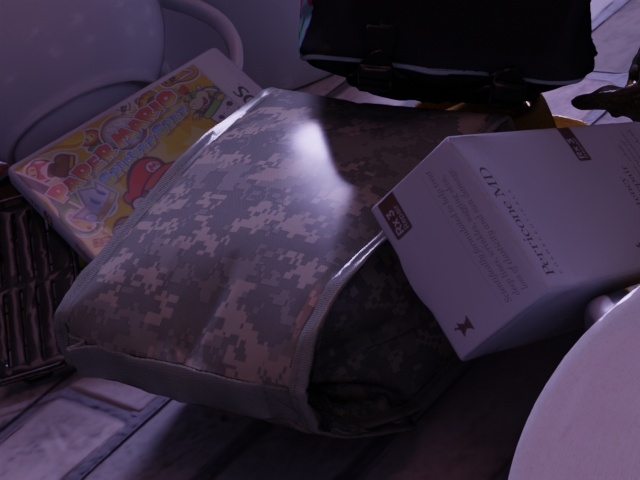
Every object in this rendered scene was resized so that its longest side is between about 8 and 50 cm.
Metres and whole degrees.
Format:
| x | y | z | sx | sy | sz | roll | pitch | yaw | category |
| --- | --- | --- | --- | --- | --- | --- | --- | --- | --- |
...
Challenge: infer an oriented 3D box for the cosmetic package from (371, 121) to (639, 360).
| x | y | z | sx | sy | sz | roll | pitch | yaw | category |
| --- | --- | --- | --- | --- | --- | --- | --- | --- | --- |
| 0.153 | -0.006 | 0.968 | 0.231 | 0.117 | 0.085 | -9 | -28 | -50 | cosmetic package |

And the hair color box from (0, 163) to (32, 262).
| x | y | z | sx | sy | sz | roll | pitch | yaw | category |
| --- | --- | --- | --- | --- | --- | --- | --- | --- | --- |
| -0.325 | -0.006 | 1.393 | 0.043 | 0.072 | 0.141 | -2 | 33 | 28 | hair color box |

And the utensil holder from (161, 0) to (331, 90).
| x | y | z | sx | sy | sz | roll | pitch | yaw | category |
| --- | --- | --- | --- | --- | --- | --- | --- | --- | --- |
| -0.104 | -0.379 | 1.583 | 0.327 | 0.385 | 0.327 | -14 | 29 | 8 | utensil holder |

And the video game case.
| x | y | z | sx | sy | sz | roll | pitch | yaw | category |
| --- | --- | --- | --- | --- | --- | --- | --- | --- | --- |
| -0.113 | -0.050 | 1.273 | 0.227 | 0.026 | 0.206 | -35 | 61 | -24 | video game case |

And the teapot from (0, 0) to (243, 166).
| x | y | z | sx | sy | sz | roll | pitch | yaw | category |
| --- | --- | --- | --- | --- | --- | --- | --- | --- | --- |
| -0.235 | -0.149 | 1.377 | 0.256 | 0.187 | 0.252 | -35 | -13 | 20 | teapot |

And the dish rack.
| x | y | z | sx | sy | sz | roll | pitch | yaw | category |
| --- | --- | --- | --- | --- | --- | --- | --- | --- | --- |
| -0.333 | 0.051 | 1.234 | 0.271 | 0.074 | 0.208 | -16 | 54 | 2 | dish rack |

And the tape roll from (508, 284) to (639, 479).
| x | y | z | sx | sy | sz | roll | pitch | yaw | category |
| --- | --- | --- | --- | --- | --- | --- | --- | --- | --- |
| 0.279 | 0.144 | 0.686 | 0.392 | 0.072 | 0.392 | -9 | 47 | 10 | tape roll |

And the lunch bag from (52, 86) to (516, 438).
| x | y | z | sx | sy | sz | roll | pitch | yaw | category |
| --- | --- | --- | --- | --- | --- | --- | --- | --- | --- |
| -0.016 | 0.030 | 1.055 | 0.235 | 0.169 | 0.287 | 11 | 39 | 38 | lunch bag |

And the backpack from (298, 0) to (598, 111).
| x | y | z | sx | sy | sz | roll | pitch | yaw | category |
| --- | --- | --- | --- | --- | --- | --- | --- | --- | --- |
| 0.096 | -0.188 | 1.141 | 0.225 | 0.191 | 0.253 | 5 | 0 | 4 | backpack |

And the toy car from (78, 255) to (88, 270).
| x | y | z | sx | sy | sz | roll | pitch | yaw | category |
| --- | --- | --- | --- | --- | --- | --- | --- | --- | --- |
| -0.108 | -0.064 | 1.387 | 0.225 | 0.053 | 0.239 | -11 | 30 | 13 | toy car |

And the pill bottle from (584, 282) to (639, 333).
| x | y | z | sx | sy | sz | roll | pitch | yaw | category |
| --- | --- | --- | --- | --- | --- | --- | --- | --- | --- |
| 0.273 | 0.061 | 0.890 | 0.208 | 0.119 | 0.119 | -17 | 29 | 2 | pill bottle |

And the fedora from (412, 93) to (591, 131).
| x | y | z | sx | sy | sz | roll | pitch | yaw | category |
| --- | --- | --- | --- | --- | --- | --- | --- | --- | --- |
| 0.136 | -0.084 | 1.258 | 0.194 | 0.079 | 0.194 | -14 | 29 | 8 | fedora |

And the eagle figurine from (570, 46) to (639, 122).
| x | y | z | sx | sy | sz | roll | pitch | yaw | category |
| --- | --- | --- | --- | --- | --- | --- | --- | --- | --- |
| 0.321 | -0.181 | 1.214 | 0.225 | 0.226 | 0.298 | -17 | 27 | 47 | eagle figurine |
